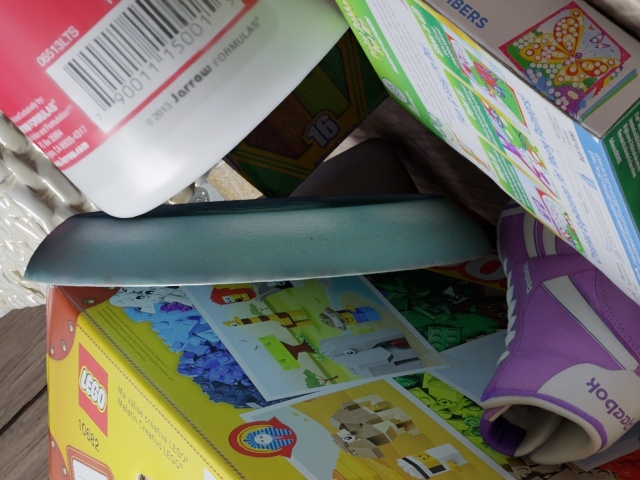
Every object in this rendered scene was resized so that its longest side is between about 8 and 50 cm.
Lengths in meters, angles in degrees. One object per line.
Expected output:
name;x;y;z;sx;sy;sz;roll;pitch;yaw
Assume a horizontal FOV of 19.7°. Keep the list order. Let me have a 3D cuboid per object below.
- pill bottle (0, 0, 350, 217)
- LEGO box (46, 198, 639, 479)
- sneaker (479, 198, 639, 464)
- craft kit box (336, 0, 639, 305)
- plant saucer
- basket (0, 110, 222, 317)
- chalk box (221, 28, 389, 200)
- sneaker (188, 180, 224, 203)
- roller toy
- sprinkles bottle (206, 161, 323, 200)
pill bottle;-0.181;-0.229;1.113;0.407;0.229;0.229;47;175;-11
LEGO box;0.075;0.176;1.292;0.500;0.373;0.193;37;132;50
sneaker;0.143;0.056;1.193;0.102;0.161;0.282;45;177;-15
craft kit box;0.101;-0.084;0.991;0.247;0.061;0.250;40;173;29
plant saucer;-0.043;-0.004;1.252;0.317;0.318;0.043;-165;71;-81
basket;-0.268;-0.152;1.719;0.331;0.328;0.266;48;154;-20
chalk box;-0.071;-0.156;1.382;0.213;0.132;0.132;47;176;-36
sneaker;-0.143;-0.109;2.195;0.090;0.232;0.115;19;-133;-29
roller toy;0.000;0.000;1.633;0.146;0.209;0.191;61;161;-1
sprinkles bottle;-0.152;-0.175;1.997;0.355;0.121;0.121;47;175;-19
